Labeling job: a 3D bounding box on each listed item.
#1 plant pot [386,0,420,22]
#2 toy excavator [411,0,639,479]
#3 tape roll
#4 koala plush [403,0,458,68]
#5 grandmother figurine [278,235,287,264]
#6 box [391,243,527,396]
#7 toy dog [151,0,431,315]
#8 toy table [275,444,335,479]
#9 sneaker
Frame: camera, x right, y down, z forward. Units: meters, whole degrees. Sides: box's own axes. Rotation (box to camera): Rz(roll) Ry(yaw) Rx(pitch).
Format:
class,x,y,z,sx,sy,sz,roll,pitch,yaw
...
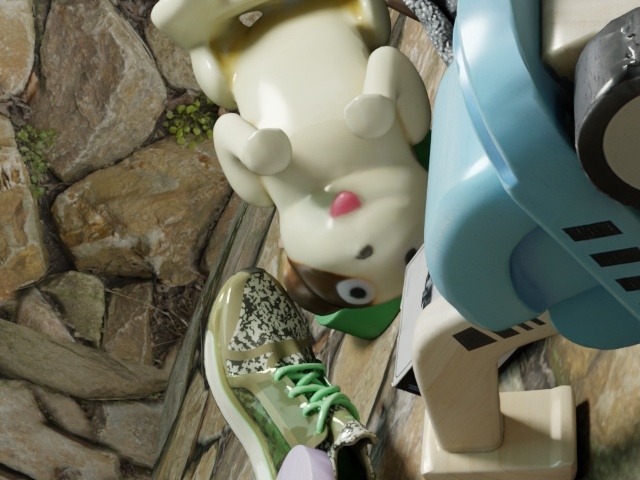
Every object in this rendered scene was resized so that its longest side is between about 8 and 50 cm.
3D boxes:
class,x,y,z,sx,sy,sz,roll,pitch,yaw
plant pot,0.177,-0.347,1.613,0.167,0.165,0.167,-161,90,-78
toy excavator,0.164,0.009,0.839,0.445,0.433,0.222,-25,40,35
tape roll,0.083,-0.018,1.747,0.321,0.077,0.321,-161,90,-78
koala plush,0.214,-0.322,1.392,0.221,0.203,0.196,-36,0,22
grandmother figurine,0.000,0.000,2.069,0.342,0.104,0.208,154,125,-78
box,0.174,0.025,1.205,0.290,0.087,0.169,122,163,-48
toy dog,0.002,-0.109,1.472,0.395,0.284,0.408,88,162,-73
toy table,0.032,0.340,1.174,0.252,0.161,0.274,123,162,-50
sneaker,0.000,0.212,1.390,0.182,0.158,0.410,-29,75,44
